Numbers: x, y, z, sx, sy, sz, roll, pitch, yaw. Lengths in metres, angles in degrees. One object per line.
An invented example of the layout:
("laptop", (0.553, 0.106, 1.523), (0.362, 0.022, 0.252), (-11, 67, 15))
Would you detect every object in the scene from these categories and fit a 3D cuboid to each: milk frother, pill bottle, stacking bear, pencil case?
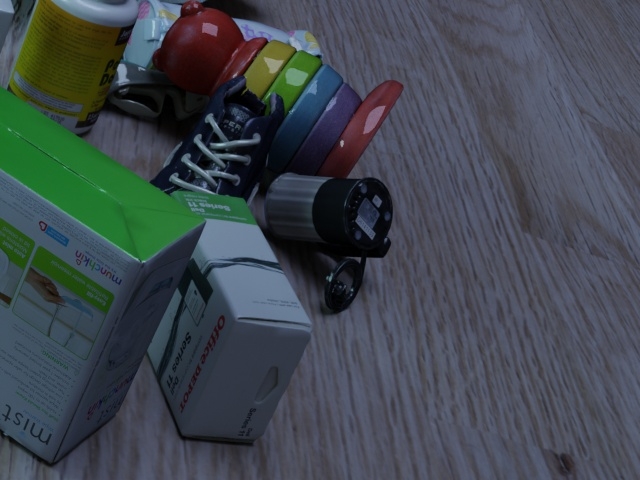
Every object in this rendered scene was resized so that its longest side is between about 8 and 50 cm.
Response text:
("milk frother", (0.000, 0.000, 1.766), (0.134, 0.129, 0.143), (5, 40, 44))
("pill bottle", (-0.289, -0.241, 1.793), (0.117, 0.215, 0.117), (20, 28, -11))
("stacking bear", (-0.070, -0.187, 1.901), (0.289, 0.175, 0.164), (34, 34, -2))
("pencil case", (-0.132, -0.253, 2.057), (0.273, 0.114, 0.124), (8, 7, -29))

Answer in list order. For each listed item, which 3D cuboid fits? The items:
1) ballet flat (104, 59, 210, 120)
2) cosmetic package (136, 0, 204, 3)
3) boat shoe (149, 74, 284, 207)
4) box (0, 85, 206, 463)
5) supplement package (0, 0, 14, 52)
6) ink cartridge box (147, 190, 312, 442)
("ballet flat", (-0.200, -0.186, 1.956), (0.213, 0.072, 0.068), (5, 61, -34))
("cosmetic package", (-0.191, -0.446, 2.225), (0.196, 0.155, 0.365), (1, 19, 19))
("boat shoe", (-0.133, -0.073, 1.697), (0.127, 0.158, 0.340), (25, 27, -3))
("box", (-0.272, 0.023, 1.332), (0.262, 0.231, 0.127), (32, 28, 11))
("supplement package", (-0.418, -0.210, 1.666), (0.105, 0.179, 0.105), (11, 31, -26))
("ink cartridge box", (-0.102, 0.073, 1.478), (0.086, 0.153, 0.208), (8, 32, -30))
